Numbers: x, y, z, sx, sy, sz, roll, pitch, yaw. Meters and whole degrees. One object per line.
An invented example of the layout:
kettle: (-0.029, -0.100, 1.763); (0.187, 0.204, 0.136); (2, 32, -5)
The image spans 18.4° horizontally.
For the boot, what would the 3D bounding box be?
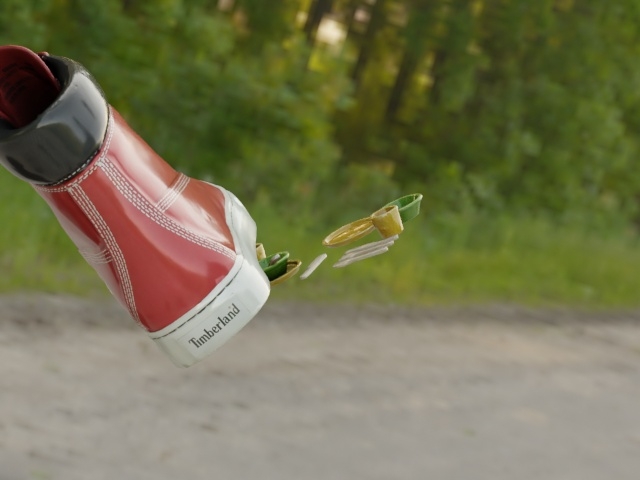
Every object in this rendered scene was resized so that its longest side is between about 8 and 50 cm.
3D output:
boot: (-0.117, -0.040, 1.055); (0.176, 0.088, 0.244); (49, -2, -15)

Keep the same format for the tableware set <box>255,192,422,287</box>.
tableware set: (0.000, 0.000, 1.485); (0.154, 0.024, 0.104); (-18, 14, 29)
